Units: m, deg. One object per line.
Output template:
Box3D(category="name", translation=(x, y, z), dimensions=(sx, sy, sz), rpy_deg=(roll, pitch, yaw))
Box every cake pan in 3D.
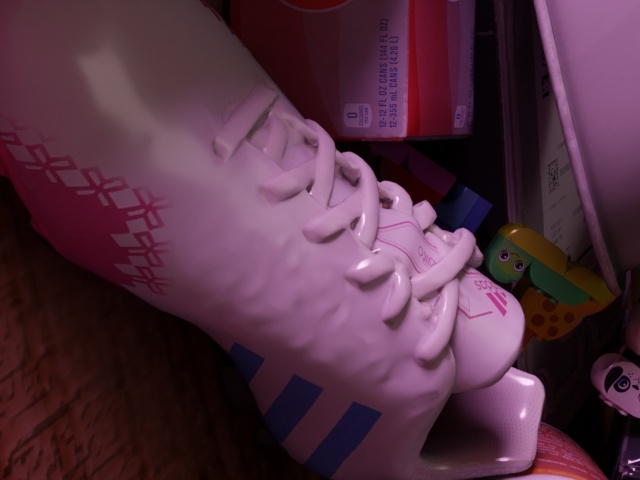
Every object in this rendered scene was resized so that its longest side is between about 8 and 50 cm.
Box3D(category="cake pan", translation=(0.140, -0.121, 0.683), dimensions=(0.293, 0.054, 0.293), rpy_deg=(-11, 90, -75))

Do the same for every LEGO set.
Box3D(category="LEGO set", translation=(0.093, 0.036, 0.757), dimensions=(0.093, 0.227, 0.087), rpy_deg=(-56, -170, 4))

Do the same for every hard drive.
Box3D(category="hard drive", translation=(0.136, -0.051, 0.896), dimensions=(0.237, 0.064, 0.339), rpy_deg=(-33, 122, -57))

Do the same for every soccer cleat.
Box3D(category="soccer cleat", translation=(0.000, 0.000, 0.551), dimensions=(0.331, 0.143, 0.116), rpy_deg=(54, 47, -50))

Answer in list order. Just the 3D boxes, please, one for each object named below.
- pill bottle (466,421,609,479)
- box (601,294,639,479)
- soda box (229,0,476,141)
Box3D(category="pill bottle", translation=(0.099, 0.157, 0.721), dimensions=(0.216, 0.121, 0.121), rpy_deg=(-70, 161, -86))
Box3D(category="box", translation=(0.245, 0.157, 0.973), dimensions=(0.395, 0.097, 0.318), rpy_deg=(87, 17, -44))
Box3D(category="soda box", translation=(0.017, -0.176, 0.621), dimensions=(0.083, 0.092, 0.263), rpy_deg=(-11, 102, -63))
